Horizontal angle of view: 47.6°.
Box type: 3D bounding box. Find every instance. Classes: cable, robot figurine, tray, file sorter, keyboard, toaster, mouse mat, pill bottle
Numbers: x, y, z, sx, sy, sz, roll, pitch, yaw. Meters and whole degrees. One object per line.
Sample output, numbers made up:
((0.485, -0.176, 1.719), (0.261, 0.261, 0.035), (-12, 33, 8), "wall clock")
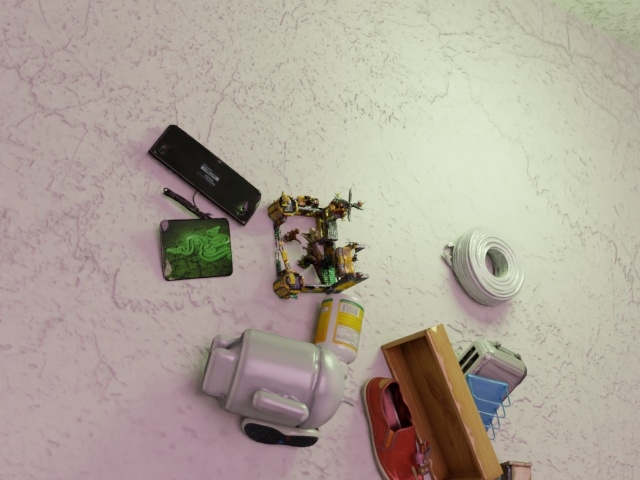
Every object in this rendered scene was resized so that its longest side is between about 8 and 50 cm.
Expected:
((0.537, 0.076, 2.303), (0.257, 0.089, 0.257), (-28, 87, -37), "cable")
((-0.095, 0.327, 1.707), (0.353, 0.200, 0.300), (15, 19, -7), "robot figurine")
((0.320, 0.446, 1.947), (0.076, 0.203, 0.411), (-13, 79, -37), "tray")
((0.438, 0.476, 1.996), (0.118, 0.170, 0.104), (14, 24, -3), "file sorter")
((-0.313, -0.143, 1.893), (0.317, 0.033, 0.201), (38, 54, -13), "keyboard")
((0.469, 0.392, 2.084), (0.146, 0.227, 0.129), (33, 16, -13), "toaster")
((-0.309, 0.020, 1.821), (0.189, 0.007, 0.153), (-3, 87, -34), "mouse mat")
((0.044, 0.255, 1.903), (0.117, 0.117, 0.208), (24, 60, -23), "pill bottle")

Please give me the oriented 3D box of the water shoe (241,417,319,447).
((-0.101, 0.453, 1.776), (0.203, 0.073, 0.080), (19, 34, -23), "water shoe")

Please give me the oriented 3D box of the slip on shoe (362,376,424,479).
((0.202, 0.518, 1.909), (0.123, 0.101, 0.331), (-8, 77, -36), "slip on shoe")

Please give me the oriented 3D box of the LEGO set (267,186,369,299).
((0.000, 0.000, 1.930), (0.255, 0.192, 0.331), (14, 64, -27), "LEGO set")

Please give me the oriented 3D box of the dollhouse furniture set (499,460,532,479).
((0.479, 0.682, 2.023), (0.183, 0.129, 0.129), (6, 66, -4), "dollhouse furniture set")

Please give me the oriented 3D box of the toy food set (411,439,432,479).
((0.269, 0.567, 1.890), (0.078, 0.019, 0.122), (67, 32, -25), "toy food set")
